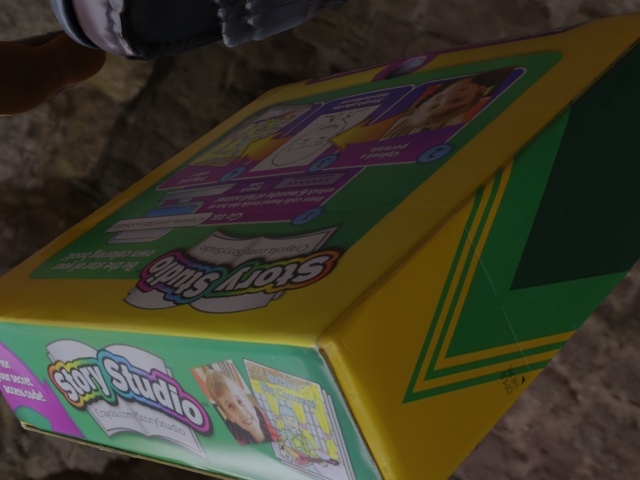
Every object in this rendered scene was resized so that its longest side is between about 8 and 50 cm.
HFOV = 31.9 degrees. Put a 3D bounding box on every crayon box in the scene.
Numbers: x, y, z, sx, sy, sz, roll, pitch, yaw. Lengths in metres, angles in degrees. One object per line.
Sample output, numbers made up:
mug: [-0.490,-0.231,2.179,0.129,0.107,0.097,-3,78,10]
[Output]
crayon box: [0.000,0.000,0.670,0.363,0.313,0.106,-2,122,50]

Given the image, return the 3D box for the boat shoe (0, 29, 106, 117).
boat shoe: [-0.301,-0.163,1.111,0.073,0.073,0.207,-7,-168,31]

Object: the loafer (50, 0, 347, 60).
loafer: [0.020,-0.166,0.493,0.095,0.109,0.302,32,-125,25]
